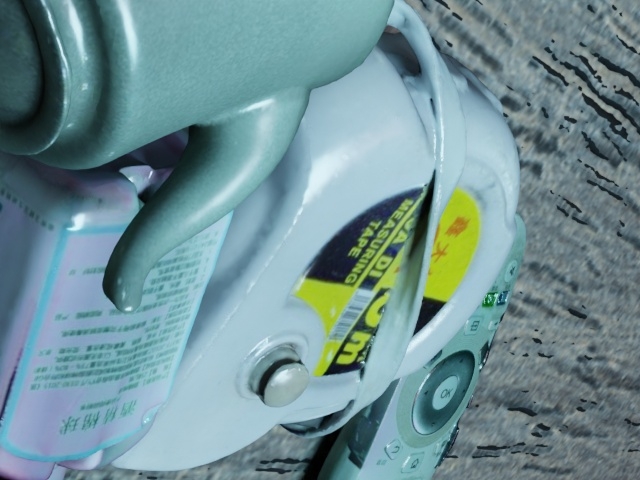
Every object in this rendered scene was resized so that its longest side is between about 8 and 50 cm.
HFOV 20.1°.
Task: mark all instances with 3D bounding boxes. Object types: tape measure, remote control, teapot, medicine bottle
[{"bbox_3d":[0.000,0.000,0.826,0.197,0.120,0.236,15,115,-51],"label":"tape measure"},{"bbox_3d":[0.054,0.093,1.071,0.097,0.045,0.256,6,115,-56],"label":"remote control"},{"bbox_3d":[-0.087,-0.100,0.572,0.149,0.162,0.239,-35,109,-32],"label":"teapot"},{"bbox_3d":[-0.120,0.031,0.701,0.094,0.119,0.188,-8,128,-46],"label":"medicine bottle"}]
